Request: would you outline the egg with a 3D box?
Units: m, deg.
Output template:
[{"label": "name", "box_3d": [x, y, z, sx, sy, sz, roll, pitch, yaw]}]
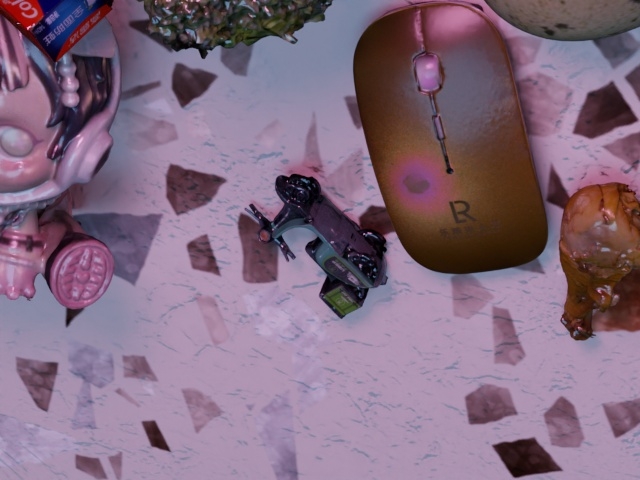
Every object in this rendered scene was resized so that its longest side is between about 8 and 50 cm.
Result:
[{"label": "egg", "box_3d": [0.238, -0.262, 1.528, 0.228, 0.177, 0.177, 1, 126, -7]}]

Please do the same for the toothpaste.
[{"label": "toothpaste", "box_3d": [-0.321, -0.288, 1.594, 0.320, 0.076, 0.066, 43, 173, 26]}]

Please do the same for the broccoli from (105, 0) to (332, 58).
[{"label": "broccoli", "box_3d": [-0.131, -0.311, 1.556, 0.353, 0.397, 0.275, 32, 88, -32]}]

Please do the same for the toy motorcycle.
[{"label": "toy motorcycle", "box_3d": [0.000, 0.000, 1.842, 0.100, 0.058, 0.173, -30, 115, 36]}]

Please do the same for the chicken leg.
[{"label": "chicken leg", "box_3d": [0.289, 0.025, 1.778, 0.101, 0.085, 0.207, 3, 134, -2]}]

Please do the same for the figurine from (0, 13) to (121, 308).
[{"label": "figurine", "box_3d": [-0.325, -0.118, 1.741, 0.253, 0.211, 0.361, 3, 128, -3]}]

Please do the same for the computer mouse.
[{"label": "computer mouse", "box_3d": [0.132, -0.090, 1.738, 0.158, 0.072, 0.310, -7, 121, 16]}]
